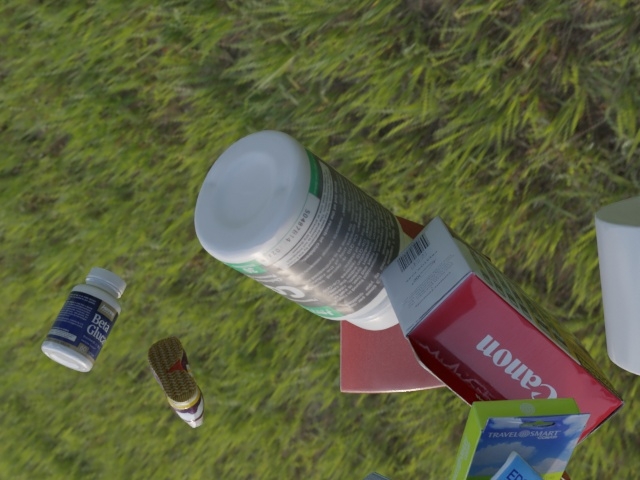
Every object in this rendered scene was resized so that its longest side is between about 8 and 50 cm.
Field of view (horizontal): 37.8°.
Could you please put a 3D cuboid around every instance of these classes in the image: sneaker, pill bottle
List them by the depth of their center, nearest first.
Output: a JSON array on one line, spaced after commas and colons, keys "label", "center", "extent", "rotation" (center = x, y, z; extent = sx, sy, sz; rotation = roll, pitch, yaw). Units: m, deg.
[{"label": "pill bottle", "center": [0.000, 0.000, 1.422], "extent": [0.204, 0.204, 0.361], "rotation": [-5, 154, 39]}, {"label": "sneaker", "center": [-0.248, 0.244, 1.612], "extent": [0.185, 0.070, 0.083], "rotation": [-123, 16, -53]}, {"label": "pill bottle", "center": [-0.408, 0.135, 1.639], "extent": [0.094, 0.169, 0.094], "rotation": [19, 155, 9]}]

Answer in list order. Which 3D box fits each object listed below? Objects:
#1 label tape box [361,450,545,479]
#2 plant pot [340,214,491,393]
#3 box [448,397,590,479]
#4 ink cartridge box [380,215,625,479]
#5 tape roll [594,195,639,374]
[{"label": "label tape box", "center": [0.094, 0.348, 0.921], "extent": [0.249, 0.348, 0.115], "rotation": [44, -178, -38]}, {"label": "plant pot", "center": [0.188, 0.130, 1.769], "extent": [0.236, 0.267, 0.267], "rotation": [9, 120, 16]}, {"label": "box", "center": [0.195, 0.219, 0.950], "extent": [0.109, 0.042, 0.178], "rotation": [-1, 132, -10]}, {"label": "ink cartridge box", "center": [0.252, 0.147, 1.281], "extent": [0.309, 0.272, 0.130], "rotation": [39, 103, -19]}, {"label": "tape roll", "center": [0.436, 0.041, 1.034], "extent": [0.246, 0.246, 0.169], "rotation": [-1, 103, 37]}]
